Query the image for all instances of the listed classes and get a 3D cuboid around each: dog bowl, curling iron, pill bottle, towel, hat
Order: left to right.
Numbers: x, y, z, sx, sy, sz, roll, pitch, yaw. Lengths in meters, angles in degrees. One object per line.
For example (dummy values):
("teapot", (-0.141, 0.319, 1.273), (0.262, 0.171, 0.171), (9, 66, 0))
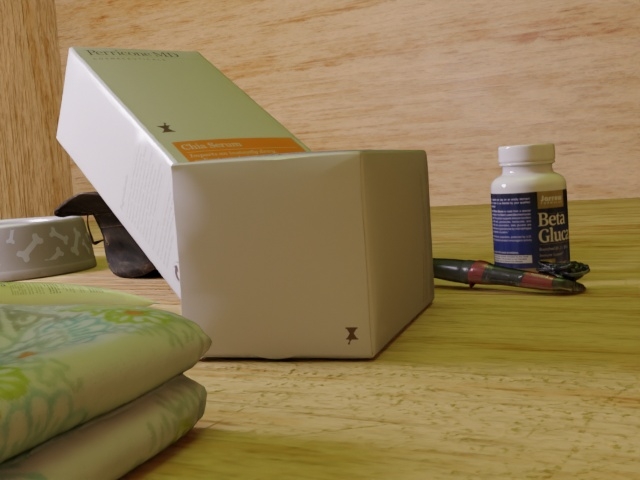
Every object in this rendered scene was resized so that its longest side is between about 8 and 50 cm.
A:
("towel", (-0.274, 0.099, 0.444), (0.320, 0.090, 0.374), (-3, 5, 21))
("dog bowl", (-0.610, 0.014, 1.657), (0.348, 0.102, 0.349), (-3, 4, 0))
("hat", (-0.293, -0.004, 1.450), (0.331, 0.134, 0.331), (-2, -3, 0))
("curling iron", (0.199, 0.040, 1.045), (0.274, 0.035, 0.068), (1, 3, 41))
("pill bottle", (0.263, -0.036, 1.082), (0.094, 0.169, 0.094), (-4, 5, 0))

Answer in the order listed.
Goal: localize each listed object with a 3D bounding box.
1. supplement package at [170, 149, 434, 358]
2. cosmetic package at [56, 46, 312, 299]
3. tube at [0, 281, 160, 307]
("supplement package", (0.000, 0.000, 0.851), (0.177, 0.175, 0.293), (-2, 6, 17))
("cosmetic package", (-0.183, -0.114, 1.236), (0.230, 0.161, 0.453), (-8, 38, -37))
("tube", (-0.312, 0.075, 0.989), (0.240, 0.062, 0.070), (-2, 46, -39))
